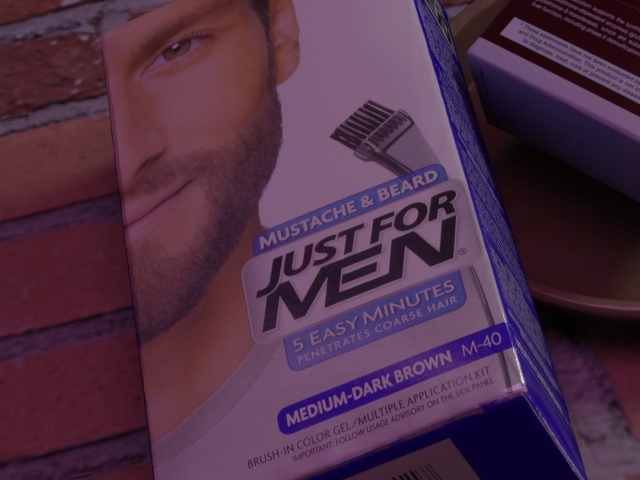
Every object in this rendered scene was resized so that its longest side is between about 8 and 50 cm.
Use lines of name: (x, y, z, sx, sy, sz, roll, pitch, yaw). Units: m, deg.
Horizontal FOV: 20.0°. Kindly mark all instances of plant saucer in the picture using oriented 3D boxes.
plant saucer: (0.184, -0.060, 1.030, 0.278, 0.041, 0.278, -5, 52, 6)

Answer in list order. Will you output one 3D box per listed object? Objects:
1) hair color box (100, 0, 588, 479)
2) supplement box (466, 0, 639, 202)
hair color box: (0.000, 0.000, 0.939, 0.185, 0.110, 0.338, -23, 47, 12)
supplement box: (0.206, -0.142, 0.999, 0.130, 0.073, 0.239, 32, 73, 30)
